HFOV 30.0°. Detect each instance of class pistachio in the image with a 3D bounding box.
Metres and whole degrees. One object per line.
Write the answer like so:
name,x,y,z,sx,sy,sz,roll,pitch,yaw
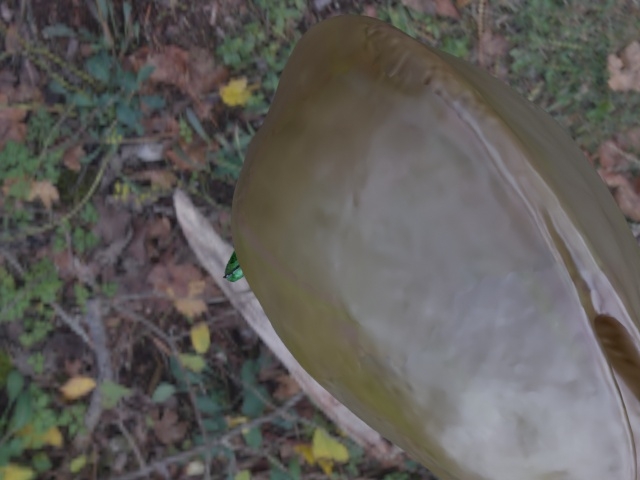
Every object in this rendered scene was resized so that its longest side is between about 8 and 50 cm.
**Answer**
pistachio,0.066,0.014,0.547,0.163,0.260,0.213,-36,141,-16

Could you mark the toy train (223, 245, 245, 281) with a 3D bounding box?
toy train,0.000,0.000,1.420,0.145,0.266,0.202,41,68,-11
